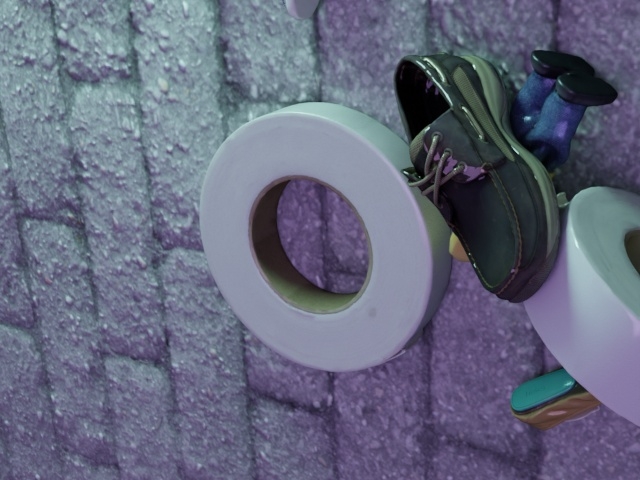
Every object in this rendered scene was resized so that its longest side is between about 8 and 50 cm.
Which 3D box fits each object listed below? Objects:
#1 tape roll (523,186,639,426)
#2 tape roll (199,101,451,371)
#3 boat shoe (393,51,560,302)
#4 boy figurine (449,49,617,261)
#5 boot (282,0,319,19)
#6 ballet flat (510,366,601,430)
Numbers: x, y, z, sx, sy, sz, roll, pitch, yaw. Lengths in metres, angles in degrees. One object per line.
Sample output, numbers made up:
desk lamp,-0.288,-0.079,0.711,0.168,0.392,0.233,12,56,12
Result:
tape roll,0.358,0.073,0.993,0.286,0.286,0.100,41,125,13
tape roll,0.000,0.000,1.329,0.392,0.072,0.392,12,115,28
boat shoe,0.152,-0.078,1.037,0.355,0.130,0.132,-103,29,-43
boy figurine,0.242,-0.076,1.115,0.177,0.092,0.285,59,139,44
boot,-0.047,-0.386,1.215,0.086,0.069,0.190,13,107,36
ballet flat,0.349,0.182,1.187,0.073,0.080,0.232,39,133,-21
